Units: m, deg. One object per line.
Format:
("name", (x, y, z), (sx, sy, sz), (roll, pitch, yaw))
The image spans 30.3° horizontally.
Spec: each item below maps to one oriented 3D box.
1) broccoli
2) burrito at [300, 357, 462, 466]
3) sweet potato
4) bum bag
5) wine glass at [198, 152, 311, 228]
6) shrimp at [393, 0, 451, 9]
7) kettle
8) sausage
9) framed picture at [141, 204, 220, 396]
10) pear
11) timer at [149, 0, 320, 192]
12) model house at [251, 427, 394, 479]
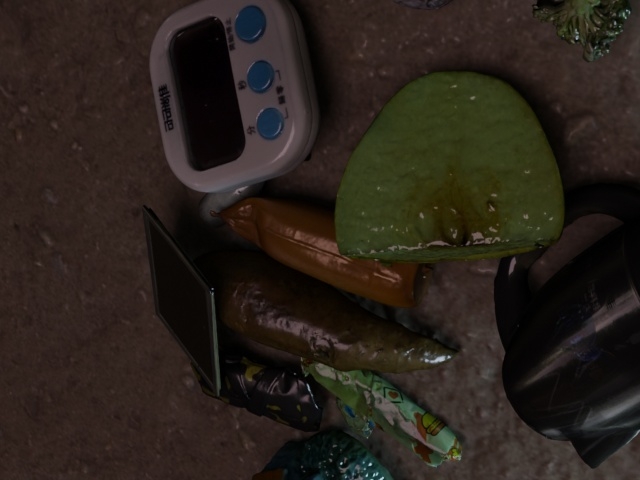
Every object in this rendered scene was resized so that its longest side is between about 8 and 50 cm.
("broccoli", (0.308, -0.285, 1.325), (0.118, 0.204, 0.122), (37, 88, 4))
("burrito", (0.077, 0.252, 1.756), (0.288, 0.054, 0.104), (36, 125, 7))
("sweet potato", (-0.015, 0.108, 1.690), (0.422, 0.130, 0.131), (19, 119, 18))
("bum bag", (-0.101, 0.223, 1.824), (0.232, 0.060, 0.107), (17, 125, 20))
("wine glass", (-0.098, -0.089, 1.690), (0.198, 0.066, 0.066), (-36, 93, 36))
("shrimp", (0.203, -0.366, 1.385), (0.343, 0.116, 0.145), (-20, 102, 39))
("kettle", (0.346, 0.094, 1.475), (0.324, 0.228, 0.321), (-41, 64, 38))
("sausage", (0.000, 0.003, 1.649), (0.328, 0.112, 0.112), (20, 119, 18))
("framed picture", (-0.202, 0.091, 1.752), (0.197, 0.014, 0.252), (48, 152, 33))
("pear", (0.169, -0.093, 1.514), (0.288, 0.139, 0.239), (-5, 85, 18))
("timer", (-0.115, -0.204, 1.599), (0.237, 0.087, 0.262), (-15, 83, 33))
("model house", (-0.019, 0.459, 1.769), (0.226, 0.241, 0.261), (-20, 101, 44))
